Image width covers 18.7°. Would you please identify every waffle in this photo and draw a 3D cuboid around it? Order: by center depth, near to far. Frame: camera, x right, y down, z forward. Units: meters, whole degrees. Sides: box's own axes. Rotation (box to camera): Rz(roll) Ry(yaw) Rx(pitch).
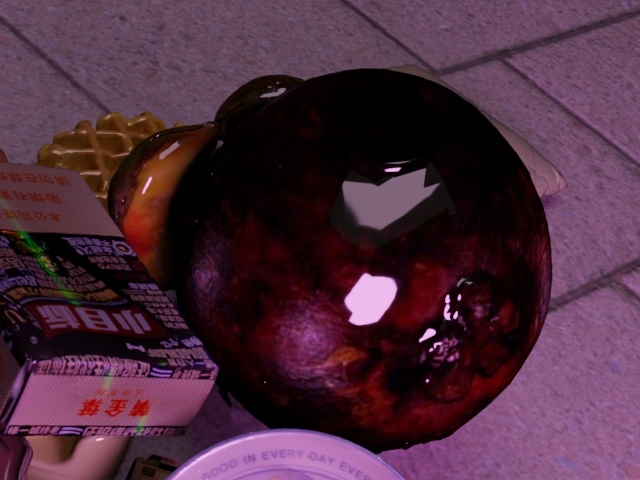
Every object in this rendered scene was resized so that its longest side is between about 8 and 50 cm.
[{"bbox_3d":[-0.172,-0.049,2.122,0.283,0.065,0.309,31,36,12],"label":"waffle"}]

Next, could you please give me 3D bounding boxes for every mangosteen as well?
[{"bbox_3d":[0.018,-0.001,1.881,0.421,0.381,0.381,45,39,19],"label":"mangosteen"}]

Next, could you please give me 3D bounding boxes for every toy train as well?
[{"bbox_3d":[-0.142,0.253,1.737,0.087,0.050,0.138,16,35,-2],"label":"toy train"}]

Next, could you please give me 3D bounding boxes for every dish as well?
[{"bbox_3d":[-0.028,0.306,1.652,0.273,0.134,0.273,0,71,1],"label":"dish"}]

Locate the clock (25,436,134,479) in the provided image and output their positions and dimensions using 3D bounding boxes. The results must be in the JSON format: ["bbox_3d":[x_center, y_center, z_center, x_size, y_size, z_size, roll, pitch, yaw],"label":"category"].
[{"bbox_3d":[-0.309,0.104,1.801,0.308,0.096,0.235,18,35,-6],"label":"clock"}]

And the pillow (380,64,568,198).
[{"bbox_3d":[0.136,-0.113,2.385,0.274,0.076,0.280,39,31,19],"label":"pillow"}]

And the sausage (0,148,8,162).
[{"bbox_3d":[-0.331,-0.033,2.022,0.043,0.043,0.186,7,36,-22],"label":"sausage"}]

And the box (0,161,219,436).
[{"bbox_3d":[-0.250,0.045,1.726,0.198,0.084,0.310,6,32,-40],"label":"box"}]

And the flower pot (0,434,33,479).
[{"bbox_3d":[-0.369,0.150,1.631,0.179,0.084,0.251,-36,60,-11],"label":"flower pot"}]
